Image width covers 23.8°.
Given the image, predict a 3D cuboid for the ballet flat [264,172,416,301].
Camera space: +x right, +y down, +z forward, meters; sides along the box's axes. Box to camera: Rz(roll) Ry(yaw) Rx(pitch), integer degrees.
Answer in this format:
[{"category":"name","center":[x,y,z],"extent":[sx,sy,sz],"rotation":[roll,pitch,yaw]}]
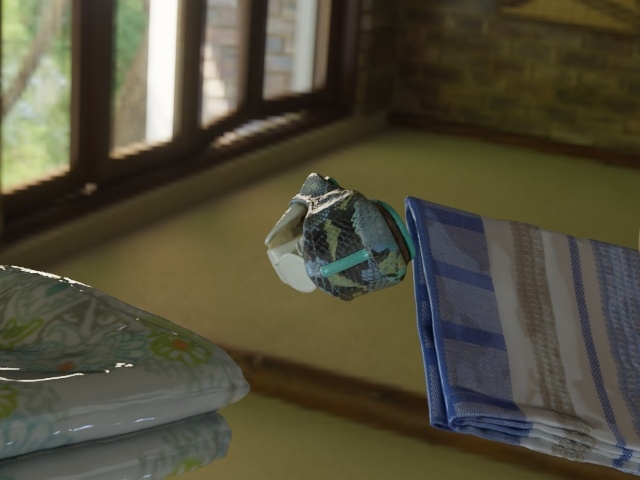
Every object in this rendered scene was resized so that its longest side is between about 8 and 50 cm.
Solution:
[{"category":"ballet flat","center":[0.000,0.000,0.851],"extent":[0.070,0.070,0.188],"rotation":[1,-179,-8]}]

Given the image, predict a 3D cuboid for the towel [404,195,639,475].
[{"category":"towel","center":[0.198,0.072,1.072],"extent":[0.285,0.034,0.209],"rotation":[13,-134,-19]}]

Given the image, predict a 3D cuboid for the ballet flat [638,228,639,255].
[{"category":"ballet flat","center":[0.201,0.049,0.497],"extent":[0.232,0.080,0.073],"rotation":[35,-152,31]}]

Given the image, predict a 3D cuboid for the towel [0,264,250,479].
[{"category":"towel","center":[-0.280,0.091,0.984],"extent":[0.375,0.090,0.321],"rotation":[-8,-163,-40]}]
